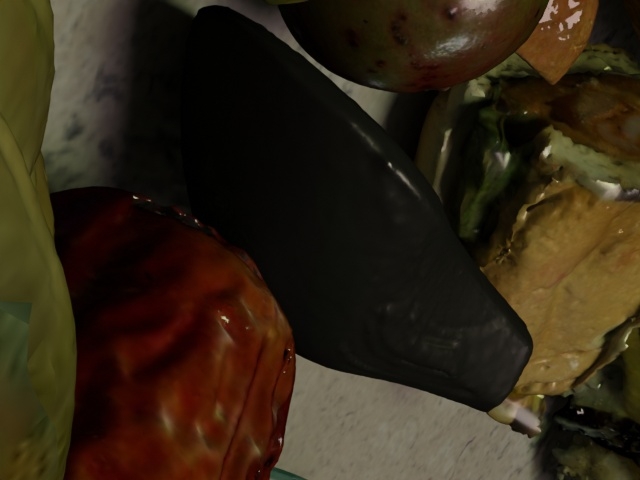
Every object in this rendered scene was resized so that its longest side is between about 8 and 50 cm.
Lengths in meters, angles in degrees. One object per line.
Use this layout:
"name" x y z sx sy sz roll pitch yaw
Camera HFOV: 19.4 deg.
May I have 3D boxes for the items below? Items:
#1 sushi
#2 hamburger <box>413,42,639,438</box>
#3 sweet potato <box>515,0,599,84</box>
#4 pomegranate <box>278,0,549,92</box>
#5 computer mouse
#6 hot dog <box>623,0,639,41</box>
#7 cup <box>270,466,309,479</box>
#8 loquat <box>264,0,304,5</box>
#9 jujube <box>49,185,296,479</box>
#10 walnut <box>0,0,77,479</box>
"sushi" 0.225 0.099 1.256 0.139 0.131 0.291 -66 153 -42
"hamburger" 0.100 -0.005 0.987 0.155 0.135 0.207 7 135 -22
"sweet potato" 0.100 -0.192 0.835 0.097 0.097 0.251 -24 130 -46
"pomegranate" 0.033 -0.121 0.769 0.130 0.130 0.130 -37 143 -35
"computer mouse" 0.000 0.000 0.799 0.088 0.147 0.264 -48 146 -1
"hot dog" 0.306 -0.098 1.034 0.185 0.223 0.405 -42 143 0
"cup" -0.052 0.220 0.892 0.300 0.167 0.173 1 126 -28
"loquat" -0.002 -0.166 0.642 0.172 0.149 0.204 -43 158 -37
"jujube" -0.113 0.117 0.672 0.290 0.197 0.197 -61 154 -31
"walnut" -0.182 0.003 0.407 0.253 0.282 0.277 -3 135 -11
